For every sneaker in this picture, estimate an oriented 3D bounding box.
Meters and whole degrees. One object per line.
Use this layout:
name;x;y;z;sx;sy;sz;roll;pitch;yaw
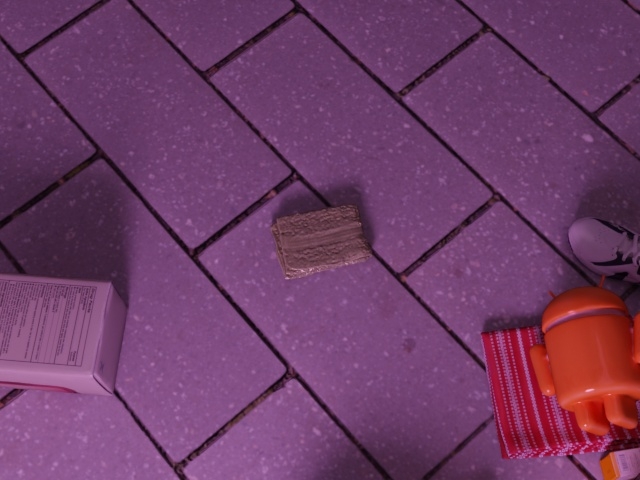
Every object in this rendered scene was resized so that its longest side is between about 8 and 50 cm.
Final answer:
sneaker;0.492;0.015;1.368;0.235;0.153;0.094;38;71;15

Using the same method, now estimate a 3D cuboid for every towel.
towel;0.388;0.213;1.353;0.275;0.031;0.199;-6;66;-1
towel;0.000;0.000;1.454;0.148;0.027;0.110;-14;66;-3

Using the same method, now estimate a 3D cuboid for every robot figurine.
robot figurine;0.386;0.159;1.292;0.128;0.158;0.219;1;63;-14

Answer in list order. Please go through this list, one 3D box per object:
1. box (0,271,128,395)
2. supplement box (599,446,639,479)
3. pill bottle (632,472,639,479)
box;-0.418;0.137;1.350;0.232;0.127;0.149;5;67;3
supplement box;0.452;0.313;1.291;0.098;0.062;0.036;-8;65;-3
pill bottle;0.483;0.354;1.108;0.210;0.363;0.210;0;66;1
